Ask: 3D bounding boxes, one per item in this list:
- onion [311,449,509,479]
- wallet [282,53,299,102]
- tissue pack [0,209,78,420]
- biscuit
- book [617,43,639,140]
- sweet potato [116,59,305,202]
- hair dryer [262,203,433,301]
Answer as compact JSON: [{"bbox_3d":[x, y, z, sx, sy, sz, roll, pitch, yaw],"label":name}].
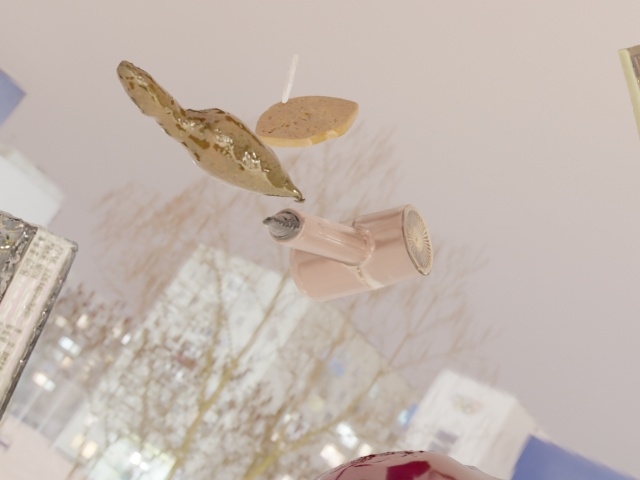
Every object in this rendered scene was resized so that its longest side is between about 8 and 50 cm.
[{"bbox_3d":[0.148,0.289,0.716,0.398,0.420,0.398,41,27,-26],"label":"onion"},{"bbox_3d":[-0.050,-0.267,1.886,0.011,0.083,0.044,16,-43,-7],"label":"wallet"},{"bbox_3d":[-0.305,0.087,0.999,0.073,0.235,0.173,28,-9,-30],"label":"tissue pack"},{"bbox_3d":[-0.030,-0.218,2.105,0.142,0.221,0.029,40,-38,39],"label":"biscuit"},{"bbox_3d":[0.357,-0.133,1.114,0.016,0.199,0.138,-11,-83,44],"label":"book"},{"bbox_3d":[-0.128,-0.119,1.302,0.269,0.074,0.075,35,-14,-28],"label":"sweet potato"},{"bbox_3d":[0.000,0.000,1.514,0.189,0.106,0.344,-14,-16,24],"label":"hair dryer"}]
